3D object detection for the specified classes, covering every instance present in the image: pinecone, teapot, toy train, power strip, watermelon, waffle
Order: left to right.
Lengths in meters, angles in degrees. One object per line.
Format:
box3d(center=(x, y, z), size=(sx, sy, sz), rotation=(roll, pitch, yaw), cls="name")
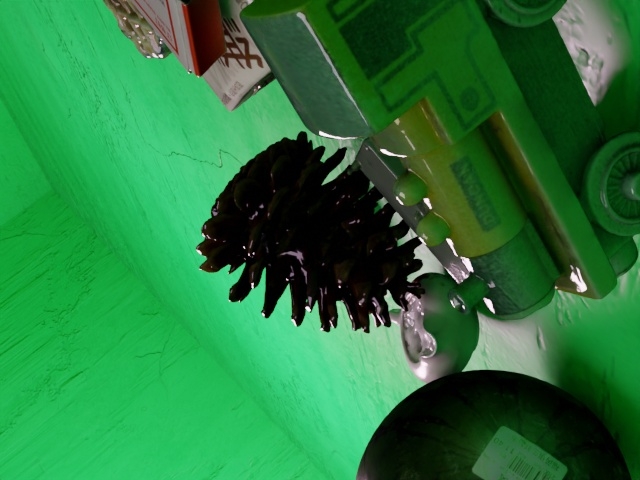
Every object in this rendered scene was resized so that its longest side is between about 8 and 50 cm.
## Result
box3d(center=(-0.299, -0.405, 1.735), size=(0.309, 0.056, 0.292), rotation=(53, 165, 12), cls="waffle")
box3d(center=(-0.002, 0.003, 1.506), size=(0.292, 0.246, 0.246), rotation=(28, 159, 12), cls="pinecone")
box3d(center=(0.124, -0.039, 1.372), size=(0.215, 0.061, 0.145), rotation=(49, 165, 7), cls="power strip")
box3d(center=(0.148, 0.113, 1.557), size=(0.226, 0.092, 0.145), rotation=(-165, 77, -75), cls="teapot")
box3d(center=(0.126, -0.086, 0.931), size=(0.369, 0.237, 0.150), rotation=(58, 161, -22), cls="toy train")
box3d(center=(0.206, 0.323, 1.451), size=(0.363, 0.363, 0.363), rotation=(47, 164, 18), cls="watermelon")

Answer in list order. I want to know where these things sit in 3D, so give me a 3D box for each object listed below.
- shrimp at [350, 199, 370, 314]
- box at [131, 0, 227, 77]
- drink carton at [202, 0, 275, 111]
box3d(center=(0.038, 0.008, 1.716), size=(0.150, 0.068, 0.248), rotation=(52, 159, 33), cls="shrimp")
box3d(center=(-0.173, -0.280, 1.213), size=(0.229, 0.050, 0.123), rotation=(51, 165, 24), cls="box")
box3d(center=(-0.082, -0.276, 1.300), size=(0.194, 0.132, 0.324), rotation=(54, 165, -5), cls="drink carton")
